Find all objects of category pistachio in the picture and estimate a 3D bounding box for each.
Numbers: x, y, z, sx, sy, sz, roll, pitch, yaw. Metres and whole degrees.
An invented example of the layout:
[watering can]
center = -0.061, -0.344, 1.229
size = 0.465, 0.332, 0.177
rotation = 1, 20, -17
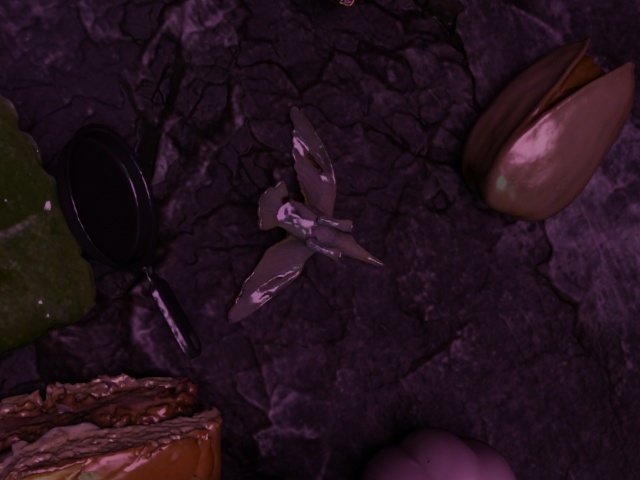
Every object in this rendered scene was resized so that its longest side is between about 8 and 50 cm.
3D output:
[pistachio]
center = 0.226, -0.112, 0.903
size = 0.129, 0.131, 0.206
rotation = 37, 85, 14

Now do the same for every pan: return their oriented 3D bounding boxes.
[pan]
center = -0.171, 0.007, 0.823
size = 0.028, 0.136, 0.235
rotation = -19, 103, 20

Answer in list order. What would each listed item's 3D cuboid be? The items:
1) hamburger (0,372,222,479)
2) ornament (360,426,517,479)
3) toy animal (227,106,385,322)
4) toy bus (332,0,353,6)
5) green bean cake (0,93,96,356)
[hamburger]
center = -0.226, 0.224, 0.804
size = 0.245, 0.155, 0.282
rotation = 35, 94, -23
[ornament]
center = 0.119, 0.275, 0.884
size = 0.178, 0.177, 0.177
rotation = -1, 93, -14
[toy animal]
center = 0.000, 0.000, 0.874
size = 0.155, 0.095, 0.219
rotation = 25, 88, -10
[toy bus]
center = -0.029, -0.291, 0.860
size = 0.162, 0.074, 0.069
rotation = 30, 93, -16
[green bean cake]
center = -0.336, 0.011, 0.752
size = 0.248, 0.125, 0.222
rotation = -29, 101, -31
